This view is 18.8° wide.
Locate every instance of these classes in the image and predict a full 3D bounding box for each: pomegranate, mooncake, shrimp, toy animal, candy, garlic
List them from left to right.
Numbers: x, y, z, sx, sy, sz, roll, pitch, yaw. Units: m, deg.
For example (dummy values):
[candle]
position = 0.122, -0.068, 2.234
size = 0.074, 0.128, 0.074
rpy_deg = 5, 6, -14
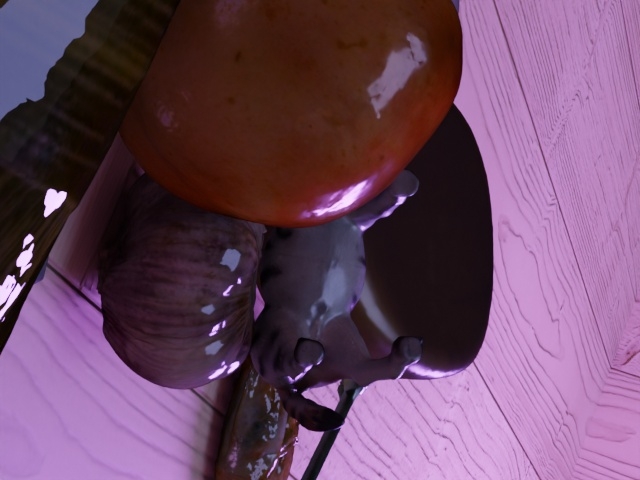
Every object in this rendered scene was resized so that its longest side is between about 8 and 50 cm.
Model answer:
[garlic]
position = -0.087, 0.019, 1.199
size = 0.159, 0.102, 0.147
rpy_deg = 96, 4, -64
[shrimp]
position = -0.042, 0.136, 1.518
size = 0.115, 0.051, 0.217
rpy_deg = -50, 151, -63
[pomegranate]
position = -0.019, -0.105, 1.089
size = 0.209, 0.209, 0.209
rpy_deg = 18, 90, -72
[toy animal]
position = 0.007, -0.009, 1.247
size = 0.170, 0.089, 0.255
rpy_deg = 134, -38, -58
[candy]
position = 0.020, 0.118, 1.596
size = 0.091, 0.083, 0.305
rpy_deg = 50, 44, -21
[mooncake]
position = 0.042, 0.001, 1.455
size = 0.235, 0.117, 0.235
rpy_deg = 17, 70, -57

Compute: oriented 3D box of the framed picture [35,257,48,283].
[framed picture]
position = -0.165, -0.107, 0.980
size = 0.232, 0.019, 0.296
rpy_deg = -16, 122, -72

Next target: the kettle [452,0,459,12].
[kettle]
position = 0.063, -0.200, 1.399
size = 0.098, 0.127, 0.148
rpy_deg = -51, 158, -17

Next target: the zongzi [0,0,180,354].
[zongzi]
position = -0.140, -0.005, 0.663
size = 0.432, 0.208, 0.403
rpy_deg = -32, 154, -12
